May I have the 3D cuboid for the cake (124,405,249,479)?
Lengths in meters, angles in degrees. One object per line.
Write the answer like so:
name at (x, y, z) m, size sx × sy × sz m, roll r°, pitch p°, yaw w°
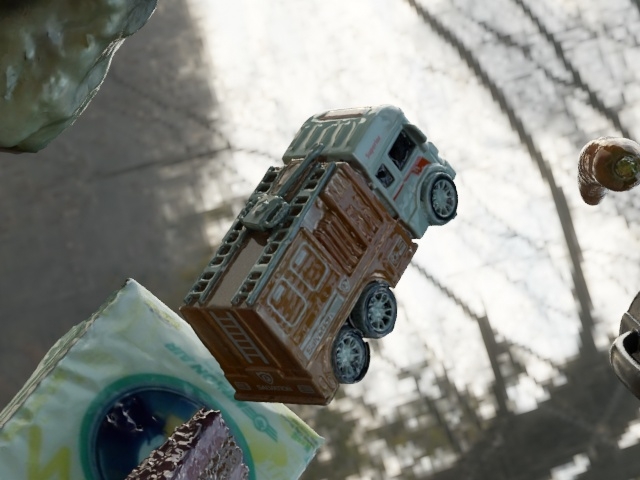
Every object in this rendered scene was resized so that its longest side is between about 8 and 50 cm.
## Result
cake at (-0.134, 0.264, 1.414) m, size 0.112 × 0.295 × 0.116 m, roll -1°, pitch -59°, yaw 31°

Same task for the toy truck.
toy truck at (0.000, 0.000, 1.596) m, size 0.136 × 0.305 × 0.162 m, roll -1°, pitch -43°, yaw 42°

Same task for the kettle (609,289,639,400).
kettle at (0.407, 0.127, 1.746) m, size 0.232 × 0.202 × 0.144 m, roll -126°, pitch -136°, yaw -67°

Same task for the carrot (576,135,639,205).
carrot at (0.313, -0.079, 1.852) m, size 0.271 × 0.066 × 0.062 m, roll 145°, pitch -34°, yaw -87°

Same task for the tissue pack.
tissue pack at (-0.208, 0.257, 1.654) m, size 0.287 × 0.388 × 0.162 m, roll 40°, pitch -47°, yaw -4°

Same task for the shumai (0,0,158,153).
shumai at (-0.216, -0.194, 1.276) m, size 0.309 × 0.304 × 0.263 m, roll 24°, pitch -67°, yaw 55°
